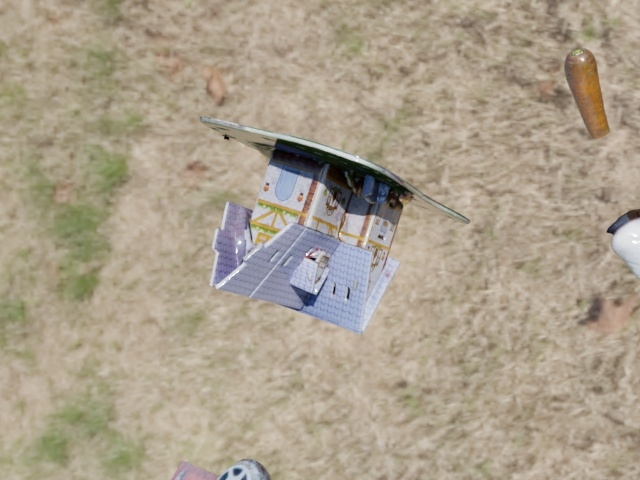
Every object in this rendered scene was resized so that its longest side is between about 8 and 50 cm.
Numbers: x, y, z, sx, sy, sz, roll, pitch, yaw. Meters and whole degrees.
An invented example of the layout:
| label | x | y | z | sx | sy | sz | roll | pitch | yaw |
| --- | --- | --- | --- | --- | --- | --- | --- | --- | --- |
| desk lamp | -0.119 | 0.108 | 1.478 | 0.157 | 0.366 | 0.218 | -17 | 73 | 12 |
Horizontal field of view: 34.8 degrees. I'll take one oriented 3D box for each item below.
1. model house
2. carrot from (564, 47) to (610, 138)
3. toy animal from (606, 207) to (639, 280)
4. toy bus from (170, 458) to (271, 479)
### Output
| label | x | y | z | sx | sy | sz | roll | pitch | yaw |
| --- | --- | --- | --- | --- | --- | --- | --- | --- | --- |
| model house | 0.000 | 0.000 | 0.579 | 0.117 | 0.167 | 0.088 | 18 | 89 | 26 |
| carrot | 0.263 | -0.145 | 1.003 | 0.032 | 0.032 | 0.093 | 5 | 129 | 46 |
| toy animal | 0.262 | 0.005 | 0.629 | 0.131 | 0.181 | 0.127 | 34 | 148 | 60 |
| toy bus | 0.000 | 0.138 | 0.382 | 0.192 | 0.065 | 0.077 | 4 | 54 | 49 |
